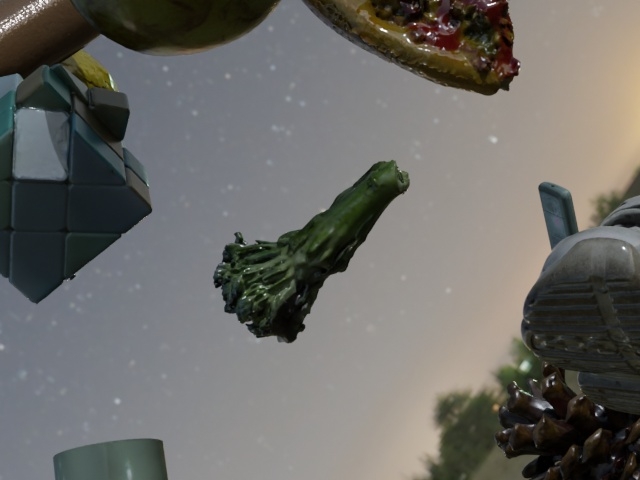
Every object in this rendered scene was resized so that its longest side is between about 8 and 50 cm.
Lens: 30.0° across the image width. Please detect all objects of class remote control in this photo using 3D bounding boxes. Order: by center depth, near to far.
[{"bbox_3d":[0.279,-0.008,1.372,0.018,0.053,0.124,-26,-64,-17],"label":"remote control"}]

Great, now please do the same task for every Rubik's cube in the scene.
[{"bbox_3d":[-0.325,-0.069,1.366,0.265,0.224,0.213,-37,30,7],"label":"Rubik's cube"}]

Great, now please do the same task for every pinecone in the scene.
[{"bbox_3d":[0.491,0.352,2.127,0.384,0.384,0.384,-53,-12,-16],"label":"pinecone"}]

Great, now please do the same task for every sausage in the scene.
[{"bbox_3d":[-0.436,-0.292,1.727,0.253,0.123,0.123,-41,-18,-33],"label":"sausage"}]

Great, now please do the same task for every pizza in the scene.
[{"bbox_3d":[0.190,-0.475,1.987,0.406,0.440,0.130,-59,-5,-13],"label":"pizza"}]

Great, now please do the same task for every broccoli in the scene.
[{"bbox_3d":[-0.004,-0.002,1.596,0.304,0.145,0.165,-39,22,17],"label":"broccoli"}]

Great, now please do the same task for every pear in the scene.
[{"bbox_3d":[-0.149,-0.335,1.240,0.283,0.283,0.283,-53,-12,-16],"label":"pear"}]

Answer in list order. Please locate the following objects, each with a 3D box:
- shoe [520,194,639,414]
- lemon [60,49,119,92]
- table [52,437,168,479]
[{"bbox_3d":[0.309,0.044,1.179,0.351,0.172,0.198,49,-130,-57],"label":"shoe"},{"bbox_3d":[-0.457,-0.209,1.930,0.260,0.284,0.260,-174,90,-70],"label":"lemon"},{"bbox_3d":[-0.218,0.336,1.301,0.126,0.126,0.220,90,171,-74],"label":"table"}]
